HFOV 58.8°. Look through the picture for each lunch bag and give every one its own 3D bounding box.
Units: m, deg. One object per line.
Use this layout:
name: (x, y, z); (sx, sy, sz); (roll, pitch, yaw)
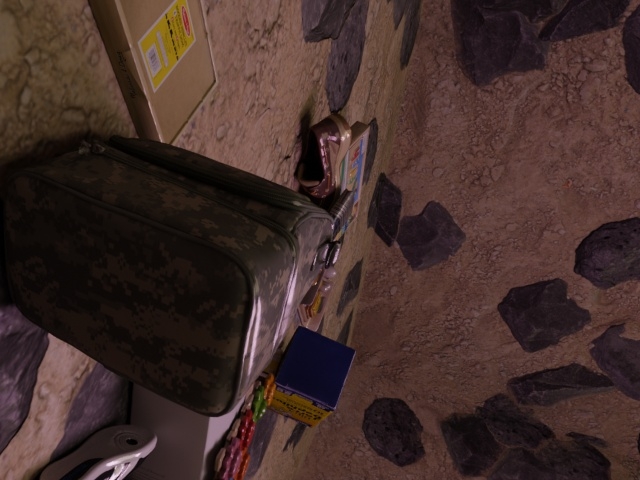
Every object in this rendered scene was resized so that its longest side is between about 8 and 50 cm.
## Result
lunch bag: (-0.155, 0.005, 0.646); (0.256, 0.305, 0.212); (-45, 152, -60)

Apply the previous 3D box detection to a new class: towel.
towel: (0.000, 0.000, 1.686); (0.312, 0.056, 0.324); (-58, 174, -4)

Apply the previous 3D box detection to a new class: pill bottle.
pill bottle: (-0.150, 0.349, 1.688); (0.065, 0.065, 0.116); (73, 36, -69)

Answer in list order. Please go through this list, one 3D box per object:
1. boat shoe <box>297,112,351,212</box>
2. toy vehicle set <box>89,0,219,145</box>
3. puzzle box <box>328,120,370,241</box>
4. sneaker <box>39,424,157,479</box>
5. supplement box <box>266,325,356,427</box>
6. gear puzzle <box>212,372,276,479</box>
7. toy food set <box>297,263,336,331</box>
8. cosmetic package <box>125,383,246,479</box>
boat shoe: (-0.015, -0.184, 1.529); (0.123, 0.123, 0.342); (-27, 154, -31)
toy vehicle set: (-0.198, -0.256, 0.712); (0.266, 0.035, 0.166); (90, 21, -54)
puzzle box: (0.055, -0.153, 1.849); (0.272, 0.052, 0.408); (-49, 156, -35)
sneaker: (-0.338, 0.363, 0.845); (0.217, 0.079, 0.121); (-5, 115, -68)
supplement box: (-0.046, 0.441, 1.798); (0.356, 0.194, 0.195); (114, 0, -62)
gear puzzle: (-0.138, 0.386, 1.124); (0.339, 0.044, 0.175); (-60, 163, -67)
toy food set: (0.001, 0.191, 2.095); (0.306, 0.093, 0.219); (82, 27, -62)
cosmetic package: (-0.240, 0.346, 1.053); (0.197, 0.155, 0.365); (-49, 152, -66)
